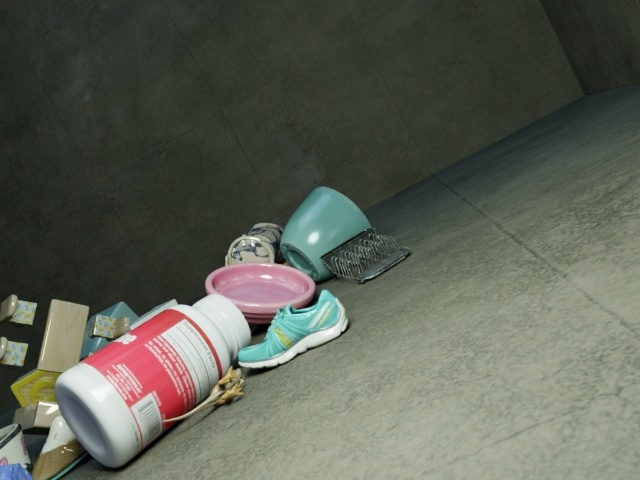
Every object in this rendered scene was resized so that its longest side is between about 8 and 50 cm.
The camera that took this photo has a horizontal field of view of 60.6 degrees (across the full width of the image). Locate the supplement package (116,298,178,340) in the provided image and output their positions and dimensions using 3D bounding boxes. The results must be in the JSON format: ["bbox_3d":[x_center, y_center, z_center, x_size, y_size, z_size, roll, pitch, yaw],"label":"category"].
[{"bbox_3d":[-0.582,0.352,1.949,0.149,0.194,0.203,-24,8,42],"label":"supplement package"}]

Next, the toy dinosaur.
[{"bbox_3d":[-0.216,0.331,1.160,0.112,0.064,0.211,-46,-13,30],"label":"toy dinosaur"}]

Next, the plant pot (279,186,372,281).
[{"bbox_3d":[0.000,0.000,1.904,0.235,0.293,0.293,-45,12,-24],"label":"plant pot"}]

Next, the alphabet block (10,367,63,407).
[{"bbox_3d":[-1.131,0.617,2.265,0.192,0.194,0.197,-33,7,-23],"label":"alphabet block"}]

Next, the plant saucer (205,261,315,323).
[{"bbox_3d":[-0.182,0.160,1.662,0.331,0.084,0.332,5,18,-2],"label":"plant saucer"}]

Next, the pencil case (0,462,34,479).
[{"bbox_3d":[-0.603,0.509,1.041,0.306,0.119,0.133,-18,41,59],"label":"pencil case"}]

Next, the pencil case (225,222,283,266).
[{"bbox_3d":[-0.234,0.036,2.026,0.183,0.160,0.410,-11,9,5],"label":"pencil case"}]

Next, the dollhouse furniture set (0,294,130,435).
[{"bbox_3d":[-0.778,0.372,1.657,0.361,0.395,0.256,21,-31,-38],"label":"dollhouse furniture set"}]

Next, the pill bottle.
[{"bbox_3d":[-0.357,0.292,1.245,0.229,0.229,0.407,-23,8,45],"label":"pill bottle"}]

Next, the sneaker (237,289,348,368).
[{"bbox_3d":[-0.072,0.204,1.249,0.275,0.110,0.107,-28,6,9],"label":"sneaker"}]

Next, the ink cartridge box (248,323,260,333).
[{"bbox_3d":[-0.284,0.252,1.806,0.196,0.114,0.273,-26,8,23],"label":"ink cartridge box"}]

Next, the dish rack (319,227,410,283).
[{"bbox_3d":[0.138,0.046,1.672,0.208,0.074,0.271,-32,15,-16],"label":"dish rack"}]

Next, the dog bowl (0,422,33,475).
[{"bbox_3d":[-0.859,0.610,1.261,0.407,0.151,0.408,-28,7,3],"label":"dog bowl"}]

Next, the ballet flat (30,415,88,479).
[{"bbox_3d":[-0.570,0.456,1.340,0.342,0.124,0.116,-31,8,-23],"label":"ballet flat"}]

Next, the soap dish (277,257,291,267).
[{"bbox_3d":[-0.166,0.153,2.090,0.228,0.118,0.291,-26,8,24],"label":"soap dish"}]

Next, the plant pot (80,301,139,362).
[{"bbox_3d":[-0.912,0.464,2.371,0.247,0.247,0.252,-25,23,30],"label":"plant pot"}]
